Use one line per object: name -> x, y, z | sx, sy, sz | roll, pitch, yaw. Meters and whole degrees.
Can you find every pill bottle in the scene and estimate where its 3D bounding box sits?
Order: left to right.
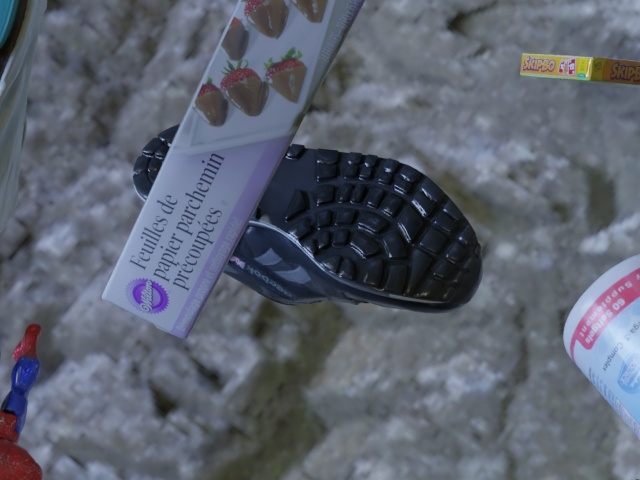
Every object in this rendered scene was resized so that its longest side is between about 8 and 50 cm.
pill bottle -> 0.213, 0.087, 0.862 | 0.160, 0.087, 0.087 | 52, 172, 37

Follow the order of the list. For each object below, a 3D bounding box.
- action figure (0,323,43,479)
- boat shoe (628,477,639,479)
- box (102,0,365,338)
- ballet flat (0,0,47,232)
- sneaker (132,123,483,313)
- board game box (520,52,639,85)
action figure -> -0.315, 0.191, 1.439 | 0.091, 0.139, 0.280 | 27, -159, -23
boat shoe -> 0.328, 0.317, 1.567 | 0.056, 0.048, 0.153 | 128, 120, -78
box -> -0.044, -0.076, 0.915 | 0.063, 0.067, 0.324 | 26, 128, -5
ballet flat -> -0.323, -0.176, 1.480 | 0.139, 0.139, 0.400 | 24, 112, 33
sneaker -> 0.000, 0.000, 1.175 | 0.283, 0.107, 0.124 | 21, 151, 27
board game box -> 0.385, -0.205, 1.929 | 0.259, 0.039, 0.124 | 4, -174, -35
